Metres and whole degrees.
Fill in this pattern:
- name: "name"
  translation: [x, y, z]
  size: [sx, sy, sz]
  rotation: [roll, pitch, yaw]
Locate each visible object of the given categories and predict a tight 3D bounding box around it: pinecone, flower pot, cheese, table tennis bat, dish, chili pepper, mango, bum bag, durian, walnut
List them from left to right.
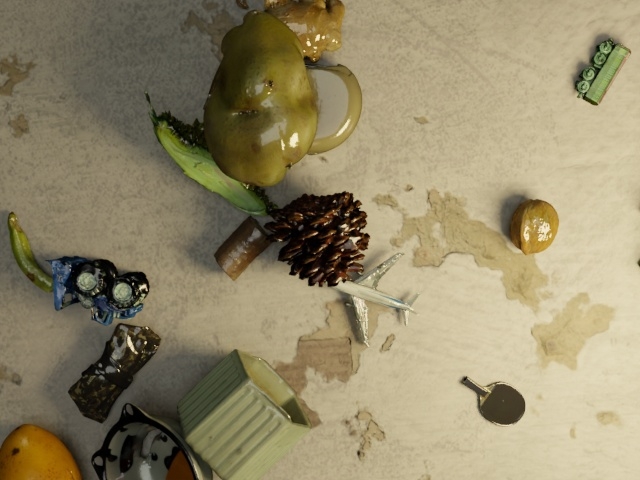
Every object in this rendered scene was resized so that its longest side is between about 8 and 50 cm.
- name: "chili pepper"
  translation: [-0.642, 0.036, 1.459]
  size: [0.049, 0.043, 0.208]
  rotation: [-34, 91, 13]
- name: "mango"
  translation: [-0.606, 0.538, 1.424]
  size: [0.191, 0.160, 0.290]
  rotation: [-9, 82, 6]
- name: "bum bag"
  translation: [-0.452, 0.283, 1.455]
  size: [0.102, 0.069, 0.248]
  rotation: [35, 90, -38]
- name: "dish"
  translation: [-0.330, 0.485, 1.414]
  size: [0.303, 0.120, 0.303]
  rotation: [4, 98, 29]
- name: "durian"
  translation: [-0.234, -0.180, 1.414]
  size: [0.132, 0.106, 0.375]
  rotation: [-39, 117, 23]
- name: "flower pot"
  translation: [-0.160, 0.367, 1.394]
  size: [0.189, 0.239, 0.209]
  rotation: [-45, 62, 2]
- name: "pinecone"
  translation: [0.000, 0.000, 1.384]
  size: [0.221, 0.221, 0.221]
  rotation: [0, 92, -1]
- name: "cheese"
  translation: [0.001, -0.283, 1.435]
  size: [0.175, 0.091, 0.202]
  rotation: [5, 92, 1]
- name: "table tennis bat"
  translation: [0.388, 0.355, 1.498]
  size: [0.158, 0.014, 0.095]
  rotation: [34, 92, -3]
- name: "walnut"
  translation: [0.461, -0.028, 1.446]
  size: [0.105, 0.105, 0.124]
  rotation: [10, 92, -1]

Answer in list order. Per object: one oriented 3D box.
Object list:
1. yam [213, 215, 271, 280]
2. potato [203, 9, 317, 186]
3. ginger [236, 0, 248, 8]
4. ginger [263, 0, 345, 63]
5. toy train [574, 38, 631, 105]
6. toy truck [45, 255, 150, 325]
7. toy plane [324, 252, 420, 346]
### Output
- name: "yam"
  translation: [-0.169, 0.016, 1.446]
  size: [0.127, 0.084, 0.084]
  rotation: [-44, 92, 0]
- name: "potato"
  translation: [-0.119, -0.282, 1.326]
  size: [0.218, 0.202, 0.351]
  rotation: [-9, 84, 31]
- name: "ginger"
  translation: [-0.176, -0.555, 1.453]
  size: [0.048, 0.030, 0.097]
  rotation: [-28, 94, 2]
- name: "ginger"
  translation: [-0.056, -0.457, 1.423]
  size: [0.216, 0.102, 0.157]
  rotation: [2, 87, 0]
- name: "toy train"
  translation: [0.617, -0.370, 1.468]
  size: [0.071, 0.038, 0.148]
  rotation: [31, 92, -1]
- name: "toy truck"
  translation: [-0.483, 0.105, 1.429]
  size: [0.208, 0.113, 0.126]
  rotation: [22, 93, 0]
- name: "toy plane"
  translation: [0.108, 0.119, 1.465]
  size: [0.226, 0.058, 0.226]
  rotation: [20, 96, 2]
